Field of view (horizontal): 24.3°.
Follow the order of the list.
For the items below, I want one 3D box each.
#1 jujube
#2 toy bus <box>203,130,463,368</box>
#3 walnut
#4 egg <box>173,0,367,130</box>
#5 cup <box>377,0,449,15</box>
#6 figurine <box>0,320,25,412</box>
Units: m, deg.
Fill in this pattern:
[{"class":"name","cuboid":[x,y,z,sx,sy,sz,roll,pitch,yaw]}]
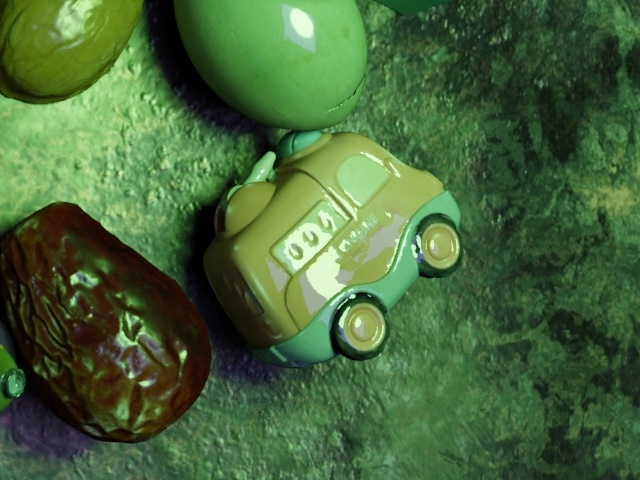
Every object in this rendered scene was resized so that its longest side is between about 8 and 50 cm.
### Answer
[{"class":"jujube","cuboid":[-0.228,0.084,1.527,0.190,0.190,0.255,-39,94,-26]},{"class":"toy bus","cuboid":[0.000,0.000,1.672,0.232,0.194,0.288,48,67,-12]},{"class":"walnut","cuboid":[-0.255,-0.237,1.536,0.167,0.087,0.211,35,73,-34]},{"class":"egg","cuboid":[-0.052,-0.230,1.609,0.186,0.186,0.253,-42,102,-25]},{"class":"cup","cuboid":[0.158,-0.348,1.721,0.134,0.235,0.148,-18,100,-33]},{"class":"figurine","cuboid":[-0.372,0.174,1.445,0.166,0.141,0.250,41,71,-30]}]
